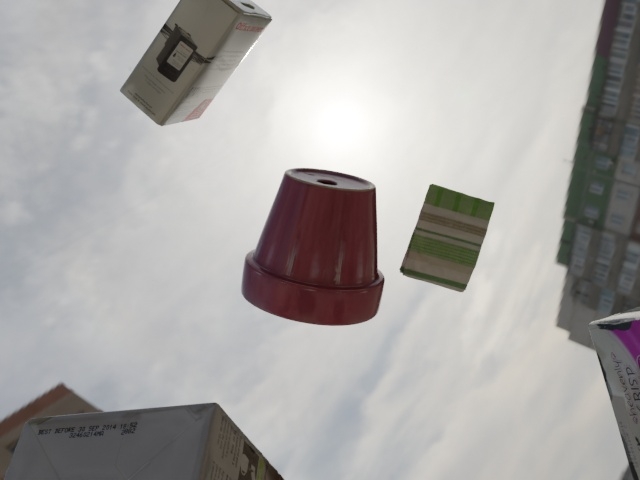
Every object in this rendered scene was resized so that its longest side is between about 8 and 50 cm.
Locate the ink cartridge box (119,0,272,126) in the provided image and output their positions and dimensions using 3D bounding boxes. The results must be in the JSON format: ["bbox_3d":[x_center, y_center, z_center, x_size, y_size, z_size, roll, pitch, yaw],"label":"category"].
[{"bbox_3d":[-0.132,-0.204,0.842,0.150,0.063,0.109,-50,-3,19],"label":"ink cartridge box"}]

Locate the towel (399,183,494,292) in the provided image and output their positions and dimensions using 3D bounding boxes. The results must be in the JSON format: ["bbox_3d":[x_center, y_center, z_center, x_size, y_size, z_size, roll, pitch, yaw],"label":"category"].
[{"bbox_3d":[0.198,-0.003,1.215,0.023,0.113,0.152,-109,36,-78],"label":"towel"}]

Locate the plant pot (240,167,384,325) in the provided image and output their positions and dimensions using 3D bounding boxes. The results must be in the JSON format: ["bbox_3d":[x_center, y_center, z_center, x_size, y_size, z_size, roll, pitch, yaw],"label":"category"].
[{"bbox_3d":[0.000,0.000,1.081,0.201,0.201,0.180,-10,-65,-53],"label":"plant pot"}]

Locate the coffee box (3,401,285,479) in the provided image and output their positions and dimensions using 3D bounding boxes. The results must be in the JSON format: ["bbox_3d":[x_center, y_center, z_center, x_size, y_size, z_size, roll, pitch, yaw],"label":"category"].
[{"bbox_3d":[-0.102,0.259,0.626,0.297,0.168,0.119,60,-152,-43],"label":"coffee box"}]

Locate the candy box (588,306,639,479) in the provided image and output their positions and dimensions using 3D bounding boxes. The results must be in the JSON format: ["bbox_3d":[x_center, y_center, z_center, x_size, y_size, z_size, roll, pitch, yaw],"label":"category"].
[{"bbox_3d":[0.346,0.111,0.623,0.233,0.071,0.159,-14,-95,-22],"label":"candy box"}]
